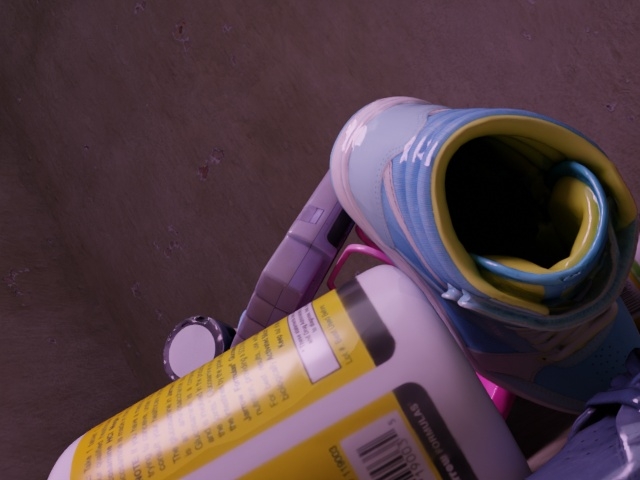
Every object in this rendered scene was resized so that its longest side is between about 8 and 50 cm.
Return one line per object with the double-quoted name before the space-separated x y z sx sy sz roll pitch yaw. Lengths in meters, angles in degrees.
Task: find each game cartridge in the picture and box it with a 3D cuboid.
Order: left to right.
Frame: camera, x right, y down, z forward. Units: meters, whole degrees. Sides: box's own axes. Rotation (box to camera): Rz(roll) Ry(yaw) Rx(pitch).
"game cartridge" 0.000 0.000 0.819 0.230 0.068 0.355 -58 1 46

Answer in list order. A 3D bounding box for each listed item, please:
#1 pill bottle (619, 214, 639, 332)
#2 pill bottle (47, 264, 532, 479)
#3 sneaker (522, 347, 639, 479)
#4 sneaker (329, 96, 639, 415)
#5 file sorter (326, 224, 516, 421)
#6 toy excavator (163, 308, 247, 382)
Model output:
"pill bottle" 0.285 0.075 0.799 0.246 0.136 0.136 -37 -12 28
"pill bottle" -0.049 0.172 0.442 0.334 0.188 0.188 -30 -9 0
"sneaker" 0.212 0.024 0.335 0.350 0.148 0.131 -29 -9 -10
"sneaker" 0.148 0.037 0.441 0.127 0.319 0.208 -50 16 -2
"file sorter" 0.093 0.068 0.671 0.290 0.182 0.202 -59 0 -19
"toy excavator" 0.015 0.194 0.975 0.445 0.432 0.222 3 -19 26
